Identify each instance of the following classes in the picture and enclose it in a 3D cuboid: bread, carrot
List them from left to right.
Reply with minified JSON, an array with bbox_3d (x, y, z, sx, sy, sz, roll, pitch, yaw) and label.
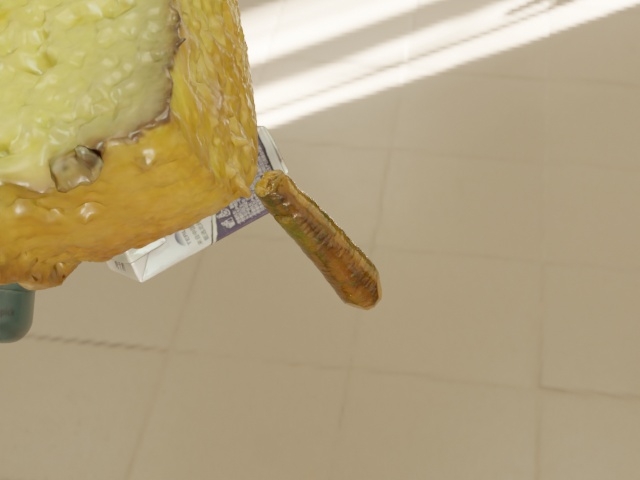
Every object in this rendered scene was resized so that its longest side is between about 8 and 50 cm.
[{"bbox_3d":[-0.095,-0.074,0.558,0.143,0.139,0.229,-15,50,15],"label":"bread"},{"bbox_3d":[0.000,0.000,1.068,0.042,0.170,0.042,-22,44,23],"label":"carrot"}]

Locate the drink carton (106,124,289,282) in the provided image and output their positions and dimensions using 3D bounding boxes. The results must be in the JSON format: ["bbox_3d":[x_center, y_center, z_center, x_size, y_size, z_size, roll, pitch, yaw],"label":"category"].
[{"bbox_3d":[-0.161,-0.048,1.567,0.222,0.101,0.134,-29,18,-19],"label":"drink carton"}]

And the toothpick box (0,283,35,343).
[{"bbox_3d":[-0.225,-0.033,0.779,0.120,0.184,0.120,3,-3,0],"label":"toothpick box"}]
